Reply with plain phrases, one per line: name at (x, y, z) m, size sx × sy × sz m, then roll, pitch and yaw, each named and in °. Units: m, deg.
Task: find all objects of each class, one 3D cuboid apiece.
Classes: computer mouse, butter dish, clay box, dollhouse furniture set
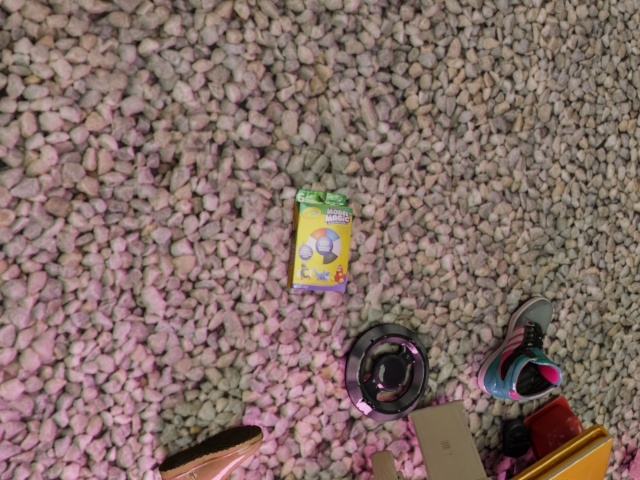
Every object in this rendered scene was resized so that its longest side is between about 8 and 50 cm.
computer mouse at (0.517, 0.585, 1.264) m, size 0.071 × 0.041 × 0.242 m, roll -3°, pitch 100°, yaw -9°
butter dish at (0.647, 0.526, 1.255) m, size 0.160 × 0.118 × 0.160 m, roll -26°, pitch 100°, yaw -14°
clay box at (0.000, 0.000, 1.065) m, size 0.127 × 0.053 × 0.222 m, roll 4°, pitch 92°, yaw -18°
dollhouse furniture set at (0.280, 0.585, 1.173) m, size 0.286 × 0.198 × 0.303 m, roll -16°, pitch 130°, yaw 5°

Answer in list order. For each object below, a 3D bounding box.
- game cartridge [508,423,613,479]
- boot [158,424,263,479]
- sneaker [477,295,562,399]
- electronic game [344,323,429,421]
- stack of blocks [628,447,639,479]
game cartridge at (0.591, 0.618, 1.188) m, size 0.285 × 0.053 × 0.324 m, roll -29°, pitch 132°, yaw -7°
boot at (-0.195, 0.557, 1.015) m, size 0.236 × 0.089 × 0.270 m, roll -20°, pitch 98°, yaw -4°
sneaker at (0.531, 0.275, 1.176) m, size 0.124 × 0.178 × 0.295 m, roll 38°, pitch 81°, yaw -15°
electronic game at (0.162, 0.314, 1.131) m, size 0.229 × 0.048 × 0.229 m, roll 2°, pitch 86°, yaw -23°
stack of blocks at (1.037, 0.698, 1.357) m, size 0.297 × 0.171 × 0.087 m, roll 26°, pitch 85°, yaw -16°
